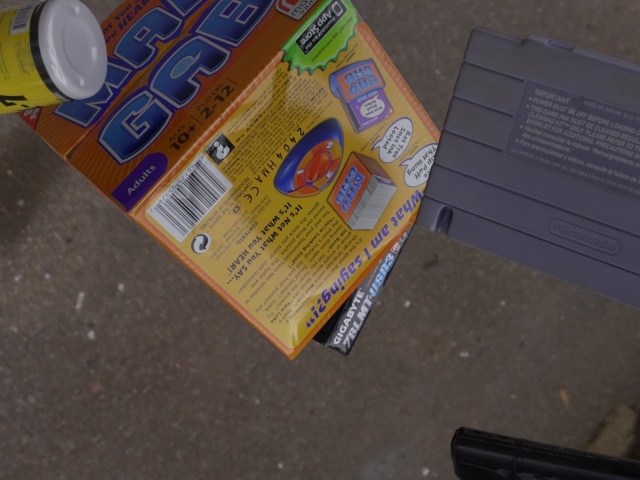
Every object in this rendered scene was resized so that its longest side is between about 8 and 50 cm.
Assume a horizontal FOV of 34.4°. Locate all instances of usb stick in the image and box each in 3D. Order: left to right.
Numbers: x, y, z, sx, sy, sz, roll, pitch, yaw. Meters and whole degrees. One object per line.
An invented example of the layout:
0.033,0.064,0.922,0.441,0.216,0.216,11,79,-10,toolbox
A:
0.262,0.239,1.038,0.045,0.278,0.077,-55,140,-40,usb stick

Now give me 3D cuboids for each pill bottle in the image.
-0.366,-0.208,1.207,0.119,0.208,0.119,-7,90,-68,pill bottle

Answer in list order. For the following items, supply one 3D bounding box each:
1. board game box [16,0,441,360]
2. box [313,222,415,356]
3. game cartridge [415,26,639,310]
-0.106,-0.134,1.385,0.356,0.356,0.356,-48,133,-6,board game box
0.000,0.000,1.694,0.073,0.295,0.293,29,88,-44,box
0.290,-0.063,1.039,0.068,0.355,0.230,-15,124,-65,game cartridge
